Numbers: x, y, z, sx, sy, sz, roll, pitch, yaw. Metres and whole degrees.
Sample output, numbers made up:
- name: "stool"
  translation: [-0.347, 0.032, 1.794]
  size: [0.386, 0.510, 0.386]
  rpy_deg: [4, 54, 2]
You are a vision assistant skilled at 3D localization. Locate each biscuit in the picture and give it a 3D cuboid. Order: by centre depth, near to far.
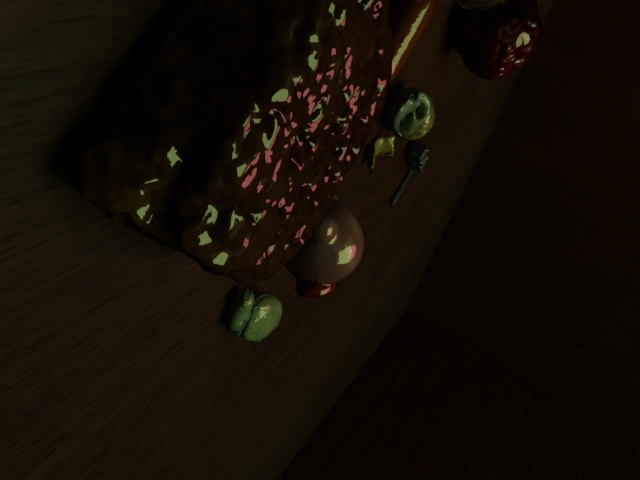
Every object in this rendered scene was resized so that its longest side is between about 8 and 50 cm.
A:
- name: "biscuit"
  translation: [-0.057, -0.146, 0.693]
  size: [0.395, 0.166, 0.343]
  rpy_deg: [-60, 166, -7]

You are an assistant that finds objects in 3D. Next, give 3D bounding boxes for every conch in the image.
- name: "conch"
  translation: [0.206, -0.294, 1.364]
  size: [0.116, 0.106, 0.173]
  rpy_deg: [-55, 150, 10]

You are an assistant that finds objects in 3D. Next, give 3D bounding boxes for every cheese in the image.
- name: "cheese"
  translation: [0.139, -0.213, 1.398]
  size: [0.084, 0.041, 0.060]
  rpy_deg: [-35, 147, -24]

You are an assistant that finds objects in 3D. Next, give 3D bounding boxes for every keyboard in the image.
- name: "keyboard"
  translation: [0.271, -0.188, 1.889]
  size: [0.176, 0.014, 0.055]
  rpy_deg: [-59, 165, -5]

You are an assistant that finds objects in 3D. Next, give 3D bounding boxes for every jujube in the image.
- name: "jujube"
  translation: [0.439, -0.520, 1.485]
  size: [0.213, 0.212, 0.232]
  rpy_deg: [-58, 170, -10]

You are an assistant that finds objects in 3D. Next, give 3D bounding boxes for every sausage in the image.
- name: "sausage"
  translation: [0.139, -0.369, 1.071]
  size: [0.198, 0.076, 0.076]
  rpy_deg: [-61, 164, 8]

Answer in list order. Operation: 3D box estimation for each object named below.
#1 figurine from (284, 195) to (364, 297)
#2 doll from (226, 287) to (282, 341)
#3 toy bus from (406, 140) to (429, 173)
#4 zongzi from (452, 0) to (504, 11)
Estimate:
- name: "figurine"
  translation: [0.000, 0.000, 1.113]
  size: [0.173, 0.173, 0.173]
  rpy_deg: [-53, 162, -25]
- name: "doll"
  translation: [-0.124, 0.149, 1.157]
  size: [0.104, 0.071, 0.214]
  rpy_deg: [-59, 161, -8]
- name: "toy bus"
  translation: [0.287, -0.246, 1.753]
  size: [0.051, 0.061, 0.153]
  rpy_deg: [-60, 166, -6]
- name: "zongzi"
  translation: [0.418, -0.549, 1.077]
  size: [0.356, 0.392, 0.174]
  rpy_deg: [53, 44, -77]
